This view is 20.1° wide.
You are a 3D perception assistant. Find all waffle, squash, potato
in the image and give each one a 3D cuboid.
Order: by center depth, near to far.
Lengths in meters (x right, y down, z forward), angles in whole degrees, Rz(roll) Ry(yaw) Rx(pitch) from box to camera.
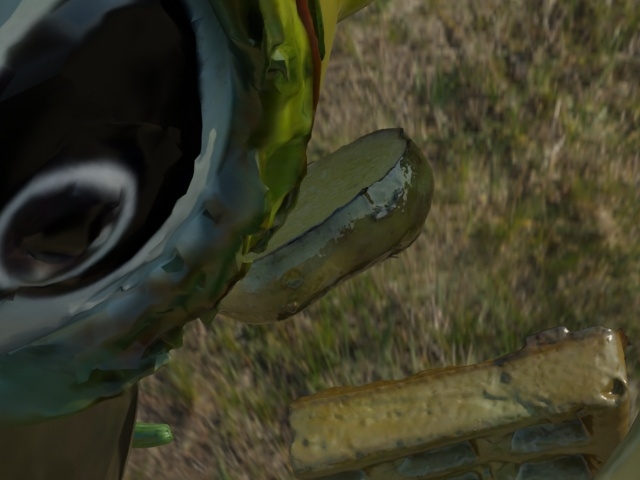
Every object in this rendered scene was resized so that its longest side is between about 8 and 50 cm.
[{"bbox_3d":[0.000,0.000,1.362,0.200,0.164,0.081,-31,108,1],"label":"potato"},{"bbox_3d":[-0.164,0.168,1.571,0.089,0.027,0.027,5,71,39],"label":"squash"},{"bbox_3d":[0.135,0.209,1.586,0.304,0.348,0.077,-12,55,3],"label":"waffle"}]

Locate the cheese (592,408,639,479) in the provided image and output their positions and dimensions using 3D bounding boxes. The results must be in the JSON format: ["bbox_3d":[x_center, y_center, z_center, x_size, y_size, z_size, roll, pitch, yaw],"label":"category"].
[{"bbox_3d":[0.234,0.088,0.600,0.384,0.104,0.384,-8,69,22],"label":"cheese"}]

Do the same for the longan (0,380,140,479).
[{"bbox_3d":[-0.246,0.065,0.729,0.361,0.361,0.361,-1,73,4],"label":"longan"}]

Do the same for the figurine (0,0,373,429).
[{"bbox_3d":[-0.137,-0.084,0.363,0.324,0.340,0.231,-29,59,24],"label":"figurine"}]
